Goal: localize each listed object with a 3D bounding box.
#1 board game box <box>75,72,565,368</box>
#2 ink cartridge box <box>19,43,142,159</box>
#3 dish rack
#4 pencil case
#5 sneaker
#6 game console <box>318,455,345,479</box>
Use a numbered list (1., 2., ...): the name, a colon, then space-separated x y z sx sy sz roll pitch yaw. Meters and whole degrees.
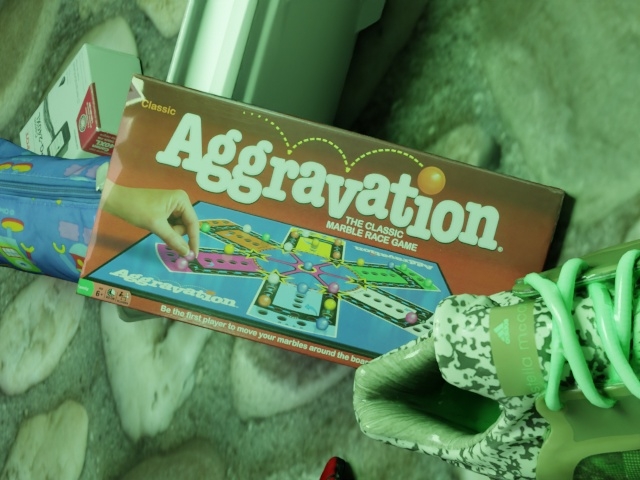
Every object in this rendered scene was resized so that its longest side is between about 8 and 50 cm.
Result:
1. board game box: 0.000 0.000 1.044 0.027 0.281 0.145 -105 29 -85
2. ink cartridge box: -0.229 -0.098 1.595 0.150 0.063 0.109 -45 46 39
3. dish rack: -0.034 -0.097 1.176 0.072 0.285 0.332 18 95 13
4. pencil case: -0.214 -0.023 1.438 0.306 0.133 0.119 9 63 44
5. sneaker: 0.152 0.060 0.831 0.410 0.182 0.158 -37 55 55
6. game console: 0.017 0.246 1.160 0.124 0.085 0.144 -80 12 -74
